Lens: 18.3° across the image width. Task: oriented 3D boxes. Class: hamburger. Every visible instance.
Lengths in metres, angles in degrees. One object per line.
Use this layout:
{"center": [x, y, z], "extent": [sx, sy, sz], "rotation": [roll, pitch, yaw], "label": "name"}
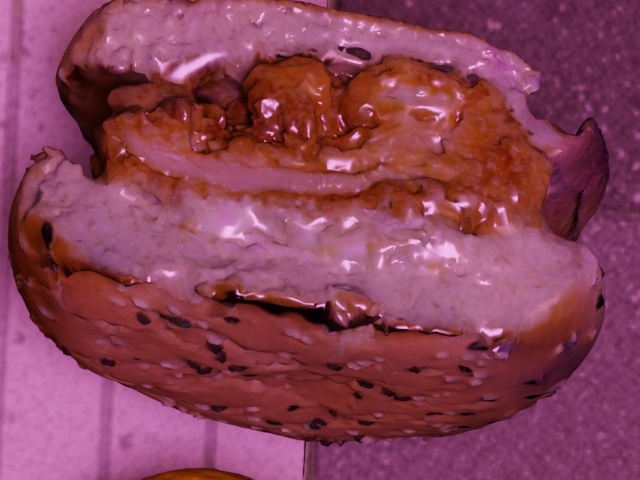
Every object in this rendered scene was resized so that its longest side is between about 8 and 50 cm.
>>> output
{"center": [0.000, 0.000, 1.108], "extent": [0.318, 0.277, 0.195], "rotation": [7, 68, 6], "label": "hamburger"}

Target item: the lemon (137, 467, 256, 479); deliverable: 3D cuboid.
{"center": [-0.074, 0.257, 1.113], "extent": [0.228, 0.228, 0.253], "rotation": [35, 65, -16], "label": "lemon"}
